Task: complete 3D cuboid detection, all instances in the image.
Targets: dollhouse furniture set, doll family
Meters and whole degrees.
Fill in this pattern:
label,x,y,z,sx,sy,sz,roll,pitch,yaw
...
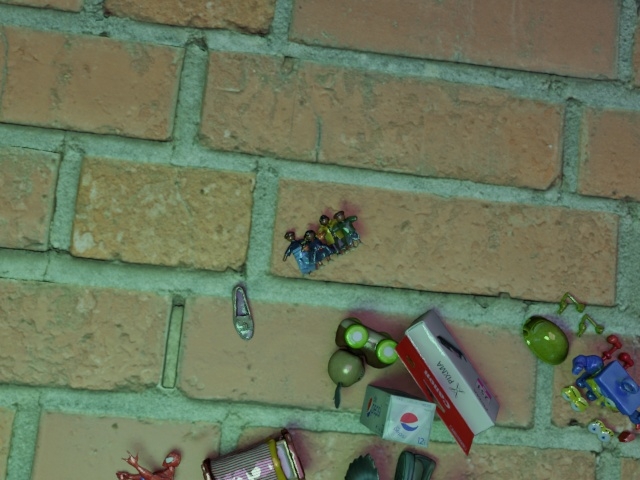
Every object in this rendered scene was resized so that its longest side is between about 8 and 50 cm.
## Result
label,x,y,z,sx,sy,sz,roll,pitch,yaw
dollhouse furniture set,-0.096,0.607,1.739,0.201,0.152,0.374,-21,85,-8
doll family,0.000,0.000,1.875,0.193,0.076,0.111,-31,91,-6

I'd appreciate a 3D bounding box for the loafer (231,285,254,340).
label,x,y,z,sx,sy,sz,roll,pitch,yaw
loafer,-0.178,0.163,1.849,0.045,0.039,0.125,-11,83,-8

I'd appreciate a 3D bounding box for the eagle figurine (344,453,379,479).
label,x,y,z,sx,sy,sz,roll,pitch,yaw
eagle figurine,0.133,0.624,1.678,0.226,0.225,0.298,38,61,-28

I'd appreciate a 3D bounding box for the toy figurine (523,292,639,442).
label,x,y,z,sx,sy,sz,roll,pitch,yaw
toy figurine,0.644,0.286,1.829,0.191,0.217,0.363,-38,88,-10

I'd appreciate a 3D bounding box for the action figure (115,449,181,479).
label,x,y,z,sx,sy,sz,roll,pitch,yaw
action figure,-0.417,0.548,1.743,0.139,0.091,0.280,42,80,-8

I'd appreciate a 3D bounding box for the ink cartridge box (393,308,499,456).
label,x,y,z,sx,sy,sz,roll,pitch,yaw
ink cartridge box,0.279,0.299,1.782,0.060,0.239,0.275,-35,87,18

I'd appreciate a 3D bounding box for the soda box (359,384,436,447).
label,x,y,z,sx,sy,sz,roll,pitch,yaw
soda box,0.158,0.365,1.731,0.098,0.286,0.091,12,83,-4

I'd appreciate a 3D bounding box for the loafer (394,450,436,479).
label,x,y,z,sx,sy,sz,roll,pitch,yaw
loafer,0.198,0.604,1.804,0.084,0.096,0.268,13,79,-10

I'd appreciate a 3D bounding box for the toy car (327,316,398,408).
label,x,y,z,sx,sy,sz,roll,pitch,yaw
toy car,0.077,0.280,1.811,0.148,0.155,0.189,26,90,-2
